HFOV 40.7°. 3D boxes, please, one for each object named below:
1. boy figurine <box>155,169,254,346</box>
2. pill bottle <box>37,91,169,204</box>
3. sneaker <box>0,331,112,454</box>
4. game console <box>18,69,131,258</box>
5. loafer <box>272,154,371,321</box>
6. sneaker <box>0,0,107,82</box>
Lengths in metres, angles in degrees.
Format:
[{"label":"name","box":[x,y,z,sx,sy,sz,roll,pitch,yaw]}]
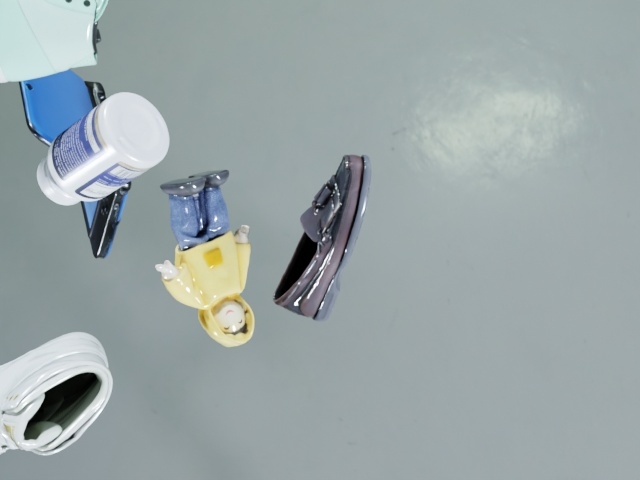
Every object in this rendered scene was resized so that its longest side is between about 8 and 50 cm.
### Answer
[{"label":"boy figurine","box":[-0.176,0.039,1.350,0.092,0.177,0.285,2,105,47]},{"label":"pill bottle","box":[-0.270,-0.104,1.045,0.169,0.094,0.094,-24,59,38]},{"label":"sneaker","box":[-0.375,0.209,0.988,0.292,0.169,0.108,-33,105,-15]},{"label":"game console","box":[-0.425,-0.153,1.407,0.250,0.173,0.293,-64,36,34]},{"label":"loafer","box":[0.000,0.000,1.323,0.095,0.302,0.109,10,34,-9]},{"label":"sneaker","box":[-0.326,-0.318,0.997,0.151,0.094,0.256,-8,104,-9]}]
